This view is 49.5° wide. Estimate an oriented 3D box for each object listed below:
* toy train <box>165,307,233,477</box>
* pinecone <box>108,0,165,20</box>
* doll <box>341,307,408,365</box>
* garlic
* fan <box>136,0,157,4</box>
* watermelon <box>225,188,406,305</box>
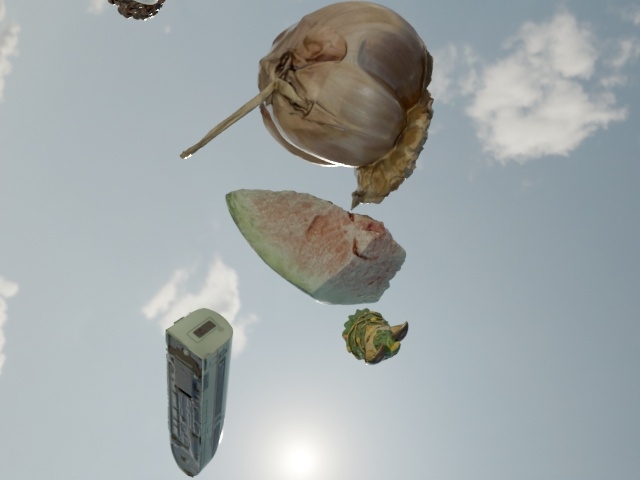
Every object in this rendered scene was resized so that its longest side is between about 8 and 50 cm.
[{"bbox_3d":[-0.209,0.278,1.203,0.086,0.407,0.088,32,-133,20],"label":"toy train"},{"bbox_3d":[-0.308,-0.428,1.188,0.102,0.102,0.109,-36,-173,18],"label":"pinecone"},{"bbox_3d":[0.087,0.147,0.966,0.078,0.076,0.113,-43,-150,-13],"label":"doll"},{"bbox_3d":[0.003,-0.112,0.713,0.257,0.207,0.207,-43,-146,-26],"label":"garlic"},{"bbox_3d":[-0.244,-0.285,0.511,0.223,0.294,0.012,32,-97,36],"label":"fan"},{"bbox_3d":[-0.007,0.007,0.638,0.081,0.180,0.094,-122,-128,-73],"label":"watermelon"}]
